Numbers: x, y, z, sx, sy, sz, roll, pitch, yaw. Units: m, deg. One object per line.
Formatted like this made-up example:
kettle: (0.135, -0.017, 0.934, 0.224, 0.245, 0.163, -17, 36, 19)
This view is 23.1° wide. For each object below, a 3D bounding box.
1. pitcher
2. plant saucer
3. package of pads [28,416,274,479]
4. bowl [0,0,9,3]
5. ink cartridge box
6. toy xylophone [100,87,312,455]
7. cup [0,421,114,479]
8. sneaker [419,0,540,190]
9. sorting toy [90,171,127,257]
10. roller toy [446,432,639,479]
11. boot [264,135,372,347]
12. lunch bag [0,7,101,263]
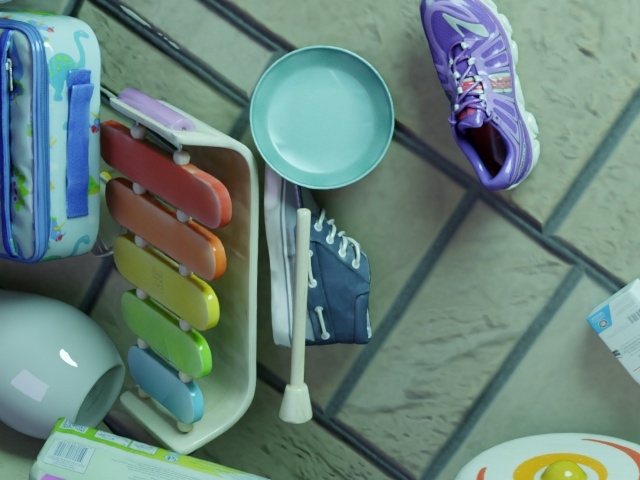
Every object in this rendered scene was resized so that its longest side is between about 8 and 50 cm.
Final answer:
pitcher: (-0.305, 0.121, 1.465, 0.207, 0.178, 0.125, 29, 159, 15)
plant saucer: (0.001, -0.100, 1.293, 0.119, 0.021, 0.119, 0, 85, -5)
package of pads: (-0.156, 0.324, 1.356, 0.229, 0.101, 0.296, 15, 110, 2)
bowl: (-0.319, -0.343, 1.275, 0.298, 0.134, 0.298, 2, 95, 19)
ink cartridge box: (0.260, 0.079, 1.262, 0.048, 0.028, 0.083, -39, 90, 31)
toy xylophone: (-0.102, 0.032, 1.335, 0.236, 0.081, 0.322, 20, 119, 52)
cup: (-0.357, 0.316, 1.522, 0.331, 0.237, 0.331, 9, 112, 22)
sneaker: (0.124, -0.119, 1.227, 0.068, 0.071, 0.170, -20, 99, 30)
sorting toy: (-0.221, -0.023, 1.445, 0.075, 0.045, 0.083, -19, 100, 37)
roller toy: (0.197, 0.243, 1.261, 0.209, 0.191, 0.146, -145, 45, -63)
boot: (0.000, 0.000, 1.343, 0.086, 0.069, 0.190, -1, 109, 7)
lunch bag: (-0.267, -0.094, 1.376, 0.176, 0.090, 0.219, 16, 110, 42)
